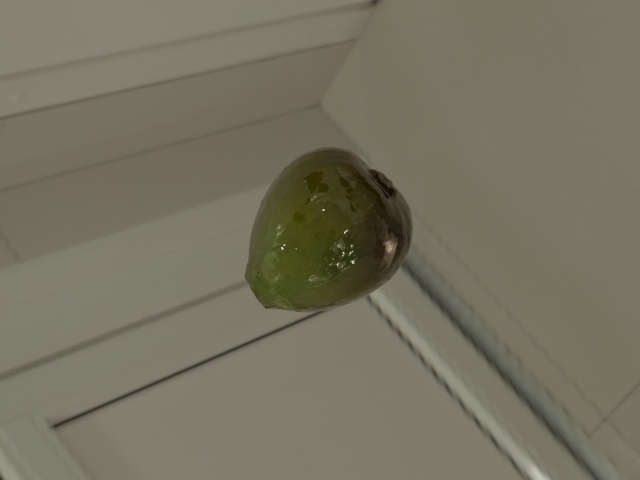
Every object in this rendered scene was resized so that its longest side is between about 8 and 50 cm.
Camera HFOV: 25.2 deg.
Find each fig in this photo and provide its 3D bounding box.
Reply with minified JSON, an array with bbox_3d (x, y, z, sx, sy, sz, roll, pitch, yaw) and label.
[{"bbox_3d":[0.000,0.000,0.680,0.088,0.074,0.074,-43,72,9],"label":"fig"}]
